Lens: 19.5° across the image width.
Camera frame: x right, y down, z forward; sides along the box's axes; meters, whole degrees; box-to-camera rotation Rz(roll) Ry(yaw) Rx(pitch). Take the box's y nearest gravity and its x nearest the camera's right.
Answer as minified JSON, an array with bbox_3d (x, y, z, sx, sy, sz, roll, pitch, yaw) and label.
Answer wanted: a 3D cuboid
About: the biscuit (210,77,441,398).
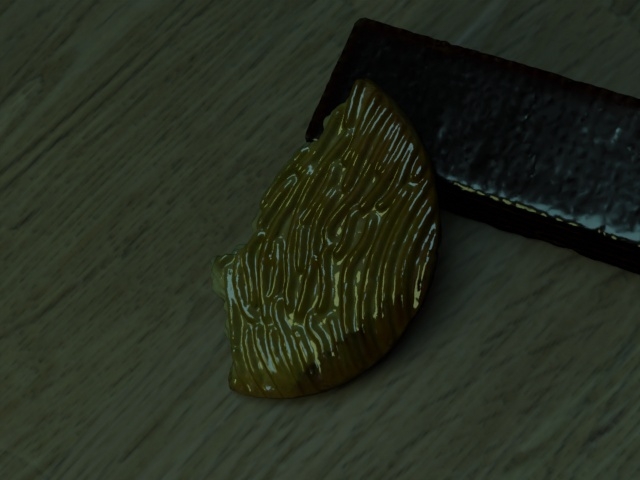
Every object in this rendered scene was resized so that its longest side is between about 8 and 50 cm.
[{"bbox_3d":[0.000,0.000,1.301,0.176,0.031,0.228,3,93,22],"label":"biscuit"}]

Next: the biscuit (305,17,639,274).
[{"bbox_3d":[0.180,-0.051,1.293,0.388,0.073,0.107,19,78,21],"label":"biscuit"}]
